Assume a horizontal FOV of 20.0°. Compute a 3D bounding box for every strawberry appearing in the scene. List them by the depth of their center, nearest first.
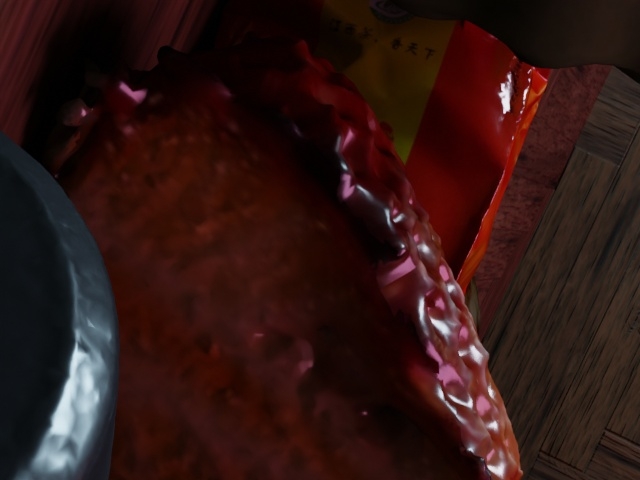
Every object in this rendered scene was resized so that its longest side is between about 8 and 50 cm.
[{"bbox_3d":[-0.018,0.020,0.898,0.150,0.280,0.253,-46,150,-63],"label":"strawberry"}]

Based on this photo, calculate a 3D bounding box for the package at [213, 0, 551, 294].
[{"bbox_3d":[0.000,0.001,1.043,0.123,0.196,0.424,27,83,-83],"label":"package"}]

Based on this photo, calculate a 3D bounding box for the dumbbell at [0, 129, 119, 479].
[{"bbox_3d":[-0.172,0.117,0.569,0.204,0.203,0.322,-55,165,-38],"label":"dumbbell"}]

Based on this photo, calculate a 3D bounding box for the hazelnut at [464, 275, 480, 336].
[{"bbox_3d":[0.007,0.053,1.208,0.234,0.218,0.218,-58,167,-18],"label":"hazelnut"}]

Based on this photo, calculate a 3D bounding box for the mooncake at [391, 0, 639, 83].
[{"bbox_3d":[0.137,-0.229,0.865,0.351,0.351,0.187,-54,165,-41],"label":"mooncake"}]
